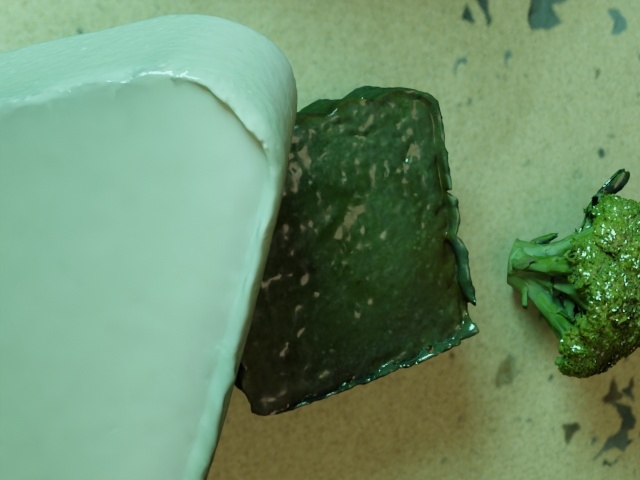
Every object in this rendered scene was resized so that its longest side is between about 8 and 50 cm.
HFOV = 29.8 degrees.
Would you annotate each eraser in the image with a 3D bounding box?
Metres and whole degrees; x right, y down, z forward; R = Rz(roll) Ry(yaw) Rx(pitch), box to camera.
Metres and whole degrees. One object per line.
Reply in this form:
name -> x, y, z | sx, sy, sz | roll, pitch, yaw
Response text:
eraser -> -0.151, 0.059, 0.647 | 0.331, 0.150, 0.331 | 1, 110, 2

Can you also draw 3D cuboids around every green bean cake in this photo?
green bean cake -> 0.000, 0.000, 0.775 | 0.173, 0.094, 0.181 | -21, 108, -16

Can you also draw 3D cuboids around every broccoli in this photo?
broccoli -> 0.194, 0.027, 0.853 | 0.120, 0.130, 0.131 | 9, 133, 16
